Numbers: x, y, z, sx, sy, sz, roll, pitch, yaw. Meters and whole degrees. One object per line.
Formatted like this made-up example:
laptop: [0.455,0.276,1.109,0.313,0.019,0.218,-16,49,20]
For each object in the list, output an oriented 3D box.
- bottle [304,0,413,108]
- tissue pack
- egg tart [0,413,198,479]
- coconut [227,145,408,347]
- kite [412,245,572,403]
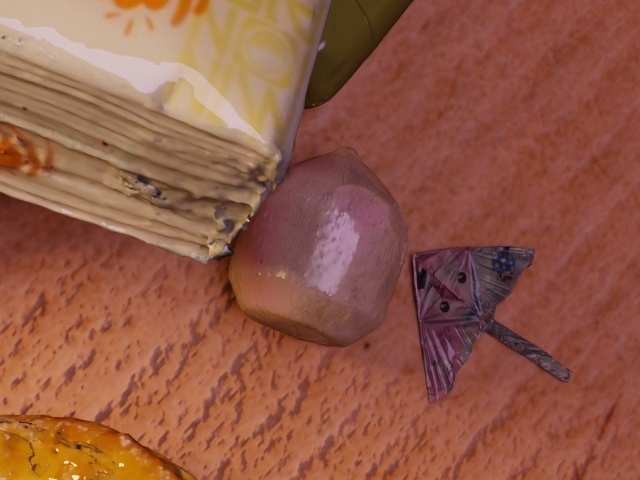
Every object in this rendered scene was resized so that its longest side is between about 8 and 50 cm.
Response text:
bottle: [0.031,-0.207,1.148,0.112,0.112,0.260,44,66,-17]
tissue pack: [-0.120,-0.214,0.972,0.287,0.162,0.388,20,59,-9]
egg tart: [-0.179,0.189,0.944,0.291,0.291,0.107,-6,120,-28]
coconut: [0.000,0.000,1.120,0.110,0.110,0.124,25,76,-23]
kite: [0.113,0.060,1.221,0.152,0.005,0.137,43,70,-17]
